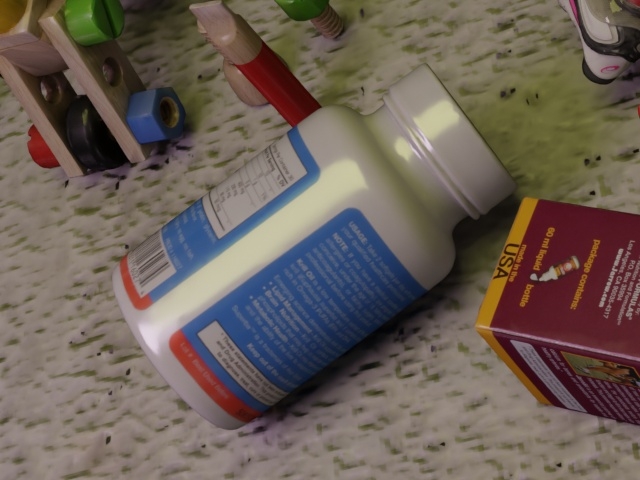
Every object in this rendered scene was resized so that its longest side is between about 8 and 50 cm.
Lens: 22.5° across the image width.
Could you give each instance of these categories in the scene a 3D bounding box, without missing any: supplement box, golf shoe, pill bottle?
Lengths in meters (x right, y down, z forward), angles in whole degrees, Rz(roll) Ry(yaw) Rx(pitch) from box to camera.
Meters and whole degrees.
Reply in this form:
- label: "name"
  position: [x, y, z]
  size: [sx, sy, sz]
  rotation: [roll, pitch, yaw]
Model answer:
- label: "supplement box"
  position: [0.188, 0.047, 0.806]
  size: [0.188, 0.104, 0.080]
  rotation: [10, 69, 34]
- label: "golf shoe"
  position: [0.164, -0.172, 0.968]
  size: [0.186, 0.068, 0.086]
  rotation: [-89, 18, -50]
- label: "pill bottle"
  position: [0.000, 0.000, 0.931]
  size: [0.221, 0.124, 0.124]
  rotation: [-36, 51, 7]

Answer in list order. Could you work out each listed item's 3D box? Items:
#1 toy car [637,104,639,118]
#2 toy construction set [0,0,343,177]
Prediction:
- label: "toy car"
  position: [0.312, -0.127, 0.867]
  size: [0.225, 0.053, 0.239]
  rotation: [13, 71, 35]
- label: "toy construction set"
  position: [-0.153, -0.188, 1.056]
  size: [0.309, 0.237, 0.257]
  rotation: [23, 76, 37]
